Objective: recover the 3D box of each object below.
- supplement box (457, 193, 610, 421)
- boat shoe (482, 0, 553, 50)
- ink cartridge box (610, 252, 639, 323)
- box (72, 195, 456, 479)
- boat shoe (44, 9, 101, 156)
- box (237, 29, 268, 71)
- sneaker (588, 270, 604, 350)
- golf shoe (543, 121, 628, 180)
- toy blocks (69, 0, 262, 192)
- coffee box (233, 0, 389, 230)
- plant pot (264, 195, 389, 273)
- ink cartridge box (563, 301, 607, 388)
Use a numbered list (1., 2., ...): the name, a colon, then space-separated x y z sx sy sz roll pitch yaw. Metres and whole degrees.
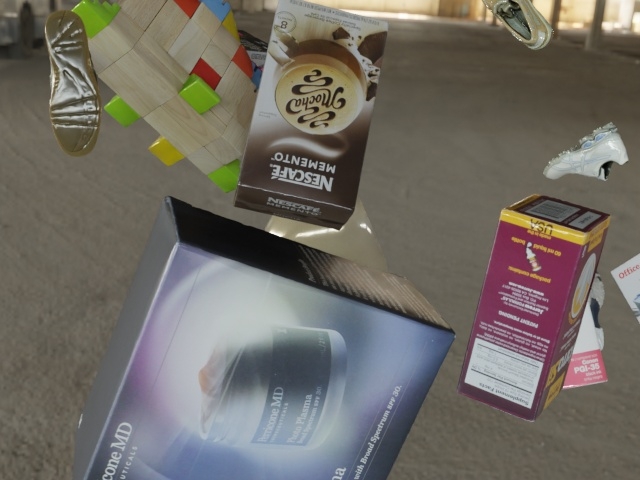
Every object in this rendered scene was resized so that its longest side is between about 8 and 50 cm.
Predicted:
1. supplement box: 0.203 0.061 0.802 0.081 0.188 0.104 19 20 27
2. boat shoe: 0.319 -0.402 1.440 0.072 0.068 0.190 -8 52 -47
3. ink cartridge box: 0.661 0.104 1.589 0.082 0.190 0.139 -14 -21 -35
4. box: -0.070 0.152 0.876 0.294 0.296 0.183 19 12 -17
5. boat shoe: -0.261 -0.166 0.904 0.056 0.152 0.049 -2 7 -7
6. box: -0.219 -0.398 1.940 0.163 0.142 0.247 33 24 26
7. sneaker: 0.559 0.159 1.926 0.153 0.234 0.094 -19 -37 38
8. golf shoe: 0.476 -0.136 1.521 0.069 0.086 0.176 -27 -6 -31
9. toy blocks: -0.217 -0.305 1.405 0.191 0.381 0.260 -23 35 40
10. coffee box: -0.014 -0.182 1.227 0.168 0.297 0.119 12 -15 -7
11. plant pot: 0.000 0.000 1.691 0.191 0.284 0.284 -23 19 -2
12. ink cartridge box: 0.473 0.158 1.736 0.117 0.282 0.207 -10 -8 -1
